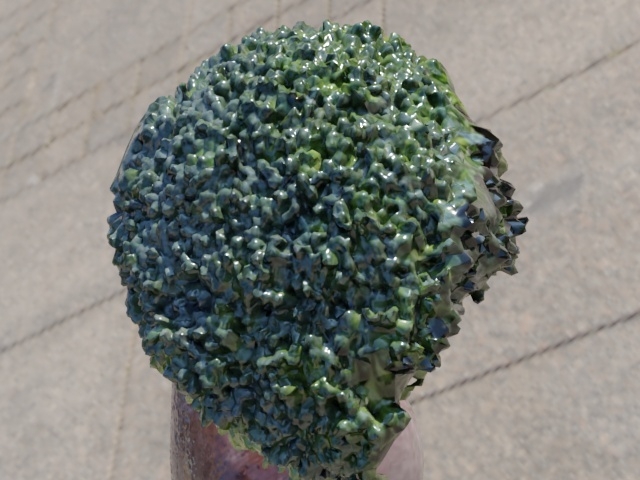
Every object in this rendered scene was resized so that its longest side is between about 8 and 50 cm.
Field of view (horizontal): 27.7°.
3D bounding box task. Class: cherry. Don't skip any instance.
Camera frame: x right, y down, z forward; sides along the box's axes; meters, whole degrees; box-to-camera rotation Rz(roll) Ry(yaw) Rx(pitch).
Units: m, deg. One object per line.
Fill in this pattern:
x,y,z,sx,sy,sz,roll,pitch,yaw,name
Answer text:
-0.027,0.166,1.126,0.221,0.307,0.261,-16,4,-5,cherry

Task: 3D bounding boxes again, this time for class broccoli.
-0.001,0.000,0.618,0.198,0.226,0.176,-28,-6,12,broccoli
